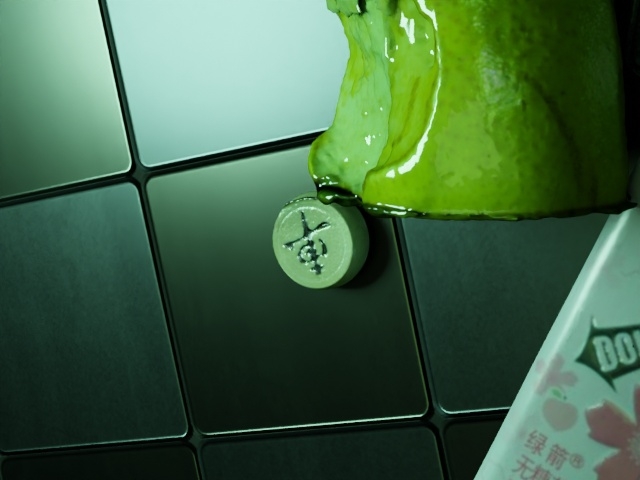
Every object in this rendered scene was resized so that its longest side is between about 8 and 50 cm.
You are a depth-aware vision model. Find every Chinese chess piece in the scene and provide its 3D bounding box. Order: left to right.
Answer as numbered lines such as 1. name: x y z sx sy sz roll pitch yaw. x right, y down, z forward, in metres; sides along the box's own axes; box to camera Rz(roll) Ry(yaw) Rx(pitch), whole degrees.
1. Chinese chess piece: 0.000 0.000 1.177 0.084 0.034 0.084 6 103 29

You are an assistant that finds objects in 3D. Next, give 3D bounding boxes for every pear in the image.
1. pear: 0.098 -0.143 0.978 0.238 0.164 0.255 19 110 60

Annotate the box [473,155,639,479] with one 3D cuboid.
1. box: 0.252 0.103 1.010 0.190 0.112 0.369 31 112 23

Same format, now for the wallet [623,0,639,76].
1. wallet: 0.282 -0.190 0.863 0.172 0.045 0.318 22 151 17
